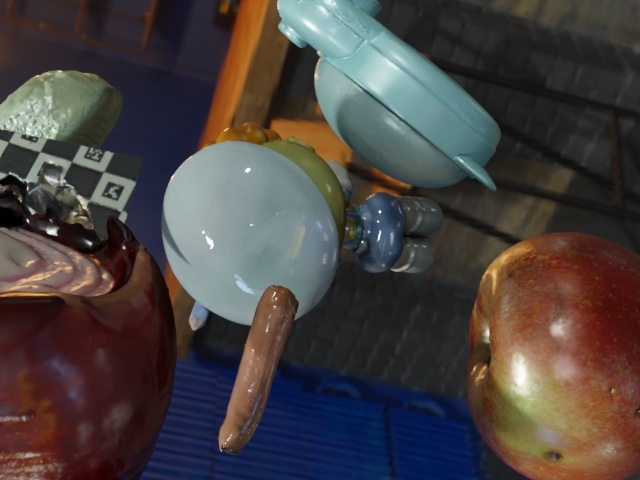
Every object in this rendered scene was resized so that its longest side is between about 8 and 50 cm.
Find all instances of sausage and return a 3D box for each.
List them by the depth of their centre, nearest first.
[{"bbox_3d":[-0.064,0.131,1.203,0.047,0.040,0.177,-118,46,-83],"label":"sausage"}]

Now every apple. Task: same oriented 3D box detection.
[{"bbox_3d":[0.349,0.164,1.625,0.348,0.277,0.348,-172,90,-88],"label":"apple"}]

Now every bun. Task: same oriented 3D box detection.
[{"bbox_3d":[-0.353,-0.141,1.520,0.221,0.108,0.221,-48,-1,-1],"label":"bun"}]

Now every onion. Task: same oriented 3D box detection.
[{"bbox_3d":[-0.287,0.111,0.962,0.341,0.341,0.341,-167,90,-79],"label":"onion"}]

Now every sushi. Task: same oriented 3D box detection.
[{"bbox_3d":[-0.318,-0.028,1.327,0.040,0.210,0.193,93,-173,-61],"label":"sushi"}]

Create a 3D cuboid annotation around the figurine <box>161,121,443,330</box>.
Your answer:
[{"bbox_3d":[0.007,-0.031,1.397,0.205,0.382,0.225,21,116,48],"label":"figurine"}]

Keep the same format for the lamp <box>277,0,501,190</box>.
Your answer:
[{"bbox_3d":[0.069,-0.161,1.217,0.147,0.284,0.209,-32,11,0],"label":"lamp"}]
